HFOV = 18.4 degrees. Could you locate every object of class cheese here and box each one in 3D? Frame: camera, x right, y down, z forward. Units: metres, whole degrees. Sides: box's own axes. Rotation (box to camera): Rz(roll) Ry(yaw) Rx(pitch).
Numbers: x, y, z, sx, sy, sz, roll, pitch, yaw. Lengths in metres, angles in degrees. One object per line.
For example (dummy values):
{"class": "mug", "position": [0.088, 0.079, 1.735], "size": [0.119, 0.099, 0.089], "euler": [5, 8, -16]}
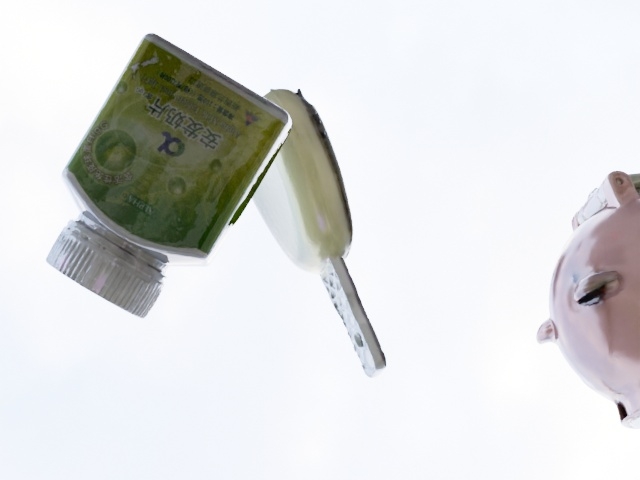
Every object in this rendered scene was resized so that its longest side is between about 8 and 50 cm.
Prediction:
{"class": "cheese", "position": [0.000, 0.000, 1.675], "size": [0.054, 0.127, 0.251], "euler": [-17, -109, -21]}

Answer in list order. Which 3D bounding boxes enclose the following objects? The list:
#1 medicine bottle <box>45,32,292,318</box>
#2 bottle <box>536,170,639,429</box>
{"class": "medicine bottle", "position": [-0.121, -0.043, 1.486], "size": [0.132, 0.088, 0.188], "euler": [30, -92, 0]}
{"class": "bottle", "position": [0.230, 0.024, 1.037], "size": [0.236, 0.147, 0.147], "euler": [-8, -114, -13]}
